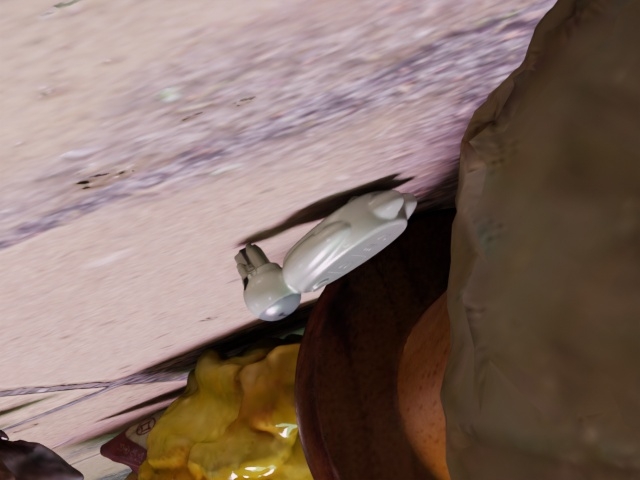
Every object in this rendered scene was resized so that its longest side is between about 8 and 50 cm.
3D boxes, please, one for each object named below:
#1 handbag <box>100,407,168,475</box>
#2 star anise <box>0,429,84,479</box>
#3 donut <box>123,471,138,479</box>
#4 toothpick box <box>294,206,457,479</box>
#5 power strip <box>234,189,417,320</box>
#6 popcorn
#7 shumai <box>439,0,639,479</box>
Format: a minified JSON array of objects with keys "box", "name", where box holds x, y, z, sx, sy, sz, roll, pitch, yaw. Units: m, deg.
[{"box":[-0.013,0.167,1.202,0.213,0.127,0.235,-15,-152,-40],"name":"handbag"},{"box":[-0.259,0.187,0.917,0.223,0.109,0.236,-51,165,4],"name":"star anise"},{"box":[0.027,0.286,1.319,0.449,0.449,0.198,-16,130,-29],"name":"donut"},{"box":[0.104,0.050,0.679,0.192,0.192,0.294,-17,167,-21],"name":"toothpick box"},{"box":[0.000,0.000,0.664,0.083,0.035,0.055,-36,168,14],"name":"power strip"},{"box":[-0.026,0.128,1.019,0.198,0.155,0.197,-29,-171,5],"name":"popcorn"},{"box":[0.208,0.015,0.407,0.314,0.267,0.262,-17,171,19],"name":"shumai"}]
